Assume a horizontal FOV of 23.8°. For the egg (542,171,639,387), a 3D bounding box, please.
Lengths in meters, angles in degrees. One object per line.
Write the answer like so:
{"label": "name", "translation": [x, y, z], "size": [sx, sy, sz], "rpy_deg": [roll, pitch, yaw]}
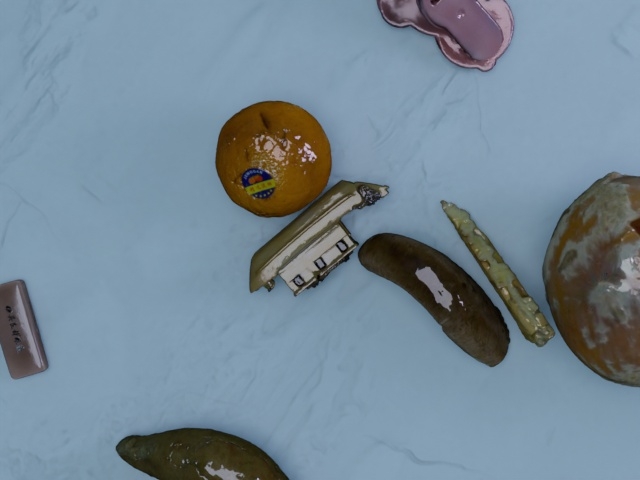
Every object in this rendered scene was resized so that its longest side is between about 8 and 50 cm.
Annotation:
{"label": "egg", "translation": [0.337, 0.043, 1.647], "size": [0.195, 0.195, 0.233], "rpy_deg": [1, 87, 7]}

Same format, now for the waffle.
{"label": "waffle", "translation": [0.194, 0.031, 1.698], "size": [0.032, 0.125, 0.191], "rpy_deg": [-35, 89, 4]}

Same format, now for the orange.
{"label": "orange", "translation": [-0.051, -0.096, 1.727], "size": [0.135, 0.117, 0.135], "rpy_deg": [15, 133, 17]}

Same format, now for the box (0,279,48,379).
{"label": "box", "translation": [-0.362, 0.106, 1.811], "size": [0.048, 0.025, 0.115], "rpy_deg": [-16, 88, 5]}

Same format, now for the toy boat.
{"label": "toy boat", "translation": [0.000, 0.000, 1.752], "size": [0.200, 0.057, 0.077], "rpy_deg": [-40, 91, 5]}

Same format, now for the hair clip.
{"label": "hair clip", "translation": [0.150, -0.265, 1.746], "size": [0.138, 0.102, 0.123], "rpy_deg": [40, 98, -28]}

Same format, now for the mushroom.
{"label": "mushroom", "translation": [0.134, 0.057, 1.722], "size": [0.210, 0.094, 0.072], "rpy_deg": [41, 98, 9]}

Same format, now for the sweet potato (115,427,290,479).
{"label": "sweet potato", "translation": [-0.095, 0.296, 1.748], "size": [0.310, 0.098, 0.124], "rpy_deg": [40, 96, 11]}
